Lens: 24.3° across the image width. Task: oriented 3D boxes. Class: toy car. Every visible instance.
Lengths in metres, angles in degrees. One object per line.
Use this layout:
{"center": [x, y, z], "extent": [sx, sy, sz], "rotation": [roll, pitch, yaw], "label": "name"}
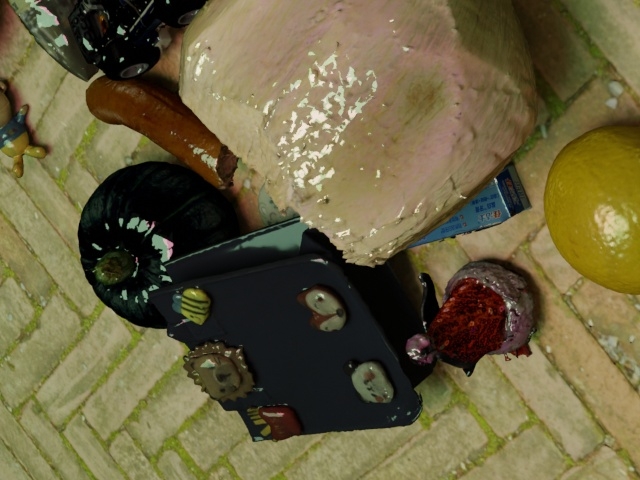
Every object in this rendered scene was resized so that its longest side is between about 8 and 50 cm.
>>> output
{"center": [-0.242, -0.346, 2.021], "extent": [0.301, 0.118, 0.193], "rotation": [-36, 74, 47], "label": "toy car"}

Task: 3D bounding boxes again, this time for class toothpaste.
{"center": [0.143, -0.032, 1.918], "extent": [0.272, 0.053, 0.066], "rotation": [-17, 97, 44], "label": "toothpaste"}

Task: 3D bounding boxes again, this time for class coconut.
{"center": [0.071, -0.204, 1.678], "extent": [0.404, 0.404, 0.404], "rotation": [19, 123, 31], "label": "coconut"}

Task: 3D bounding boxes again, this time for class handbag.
{"center": [-0.040, 0.132, 2.006], "extent": [0.329, 0.122, 0.303], "rotation": [-15, 121, 27], "label": "handbag"}

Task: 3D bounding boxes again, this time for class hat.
{"center": [0.175, 0.115, 1.853], "extent": [0.129, 0.227, 0.140], "rotation": [9, 112, 35], "label": "hat"}

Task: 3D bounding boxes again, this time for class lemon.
{"center": [0.344, -0.035, 1.663], "extent": [0.244, 0.187, 0.187], "rotation": [-128, 35, -52], "label": "lemon"}

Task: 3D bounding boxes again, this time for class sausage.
{"center": [-0.227, -0.169, 2.103], "extent": [0.302, 0.076, 0.103], "rotation": [31, 151, 31], "label": "sausage"}

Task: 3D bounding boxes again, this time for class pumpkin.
{"center": [-0.252, 0.014, 2.130], "extent": [0.248, 0.248, 0.248], "rotation": [19, 123, 31], "label": "pumpkin"}

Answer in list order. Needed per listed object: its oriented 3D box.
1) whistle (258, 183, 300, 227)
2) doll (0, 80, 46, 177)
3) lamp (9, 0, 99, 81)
{"center": [0.000, 0.000, 2.044], "extent": [0.126, 0.067, 0.258], "rotation": [-24, 101, 51], "label": "whistle"}
{"center": [-0.509, -0.189, 2.348], "extent": [0.179, 0.102, 0.089], "rotation": [48, 172, 8], "label": "doll"}
{"center": [-0.395, -0.345, 2.164], "extent": [0.101, 0.101, 0.250], "rotation": [-23, 102, 44], "label": "lamp"}
